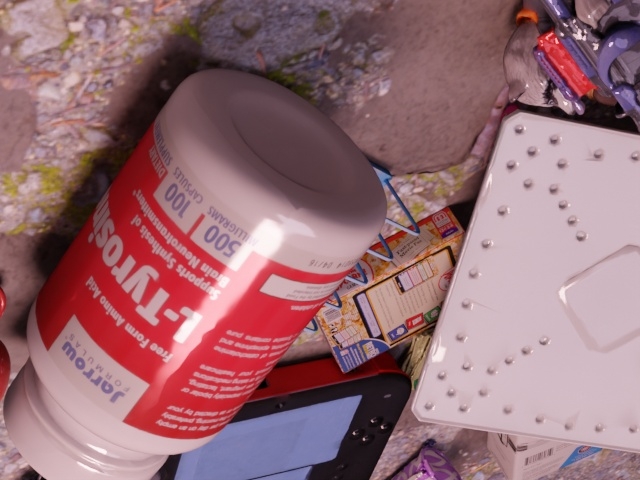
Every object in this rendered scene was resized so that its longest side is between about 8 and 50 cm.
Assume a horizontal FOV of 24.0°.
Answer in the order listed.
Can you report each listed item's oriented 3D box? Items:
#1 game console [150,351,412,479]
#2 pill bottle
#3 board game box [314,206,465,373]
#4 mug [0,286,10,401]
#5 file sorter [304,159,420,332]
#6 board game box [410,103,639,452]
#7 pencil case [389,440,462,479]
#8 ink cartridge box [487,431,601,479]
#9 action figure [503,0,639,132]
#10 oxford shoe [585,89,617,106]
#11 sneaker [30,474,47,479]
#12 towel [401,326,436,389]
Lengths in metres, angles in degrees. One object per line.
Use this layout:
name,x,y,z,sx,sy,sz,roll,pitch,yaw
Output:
game console,-0.089,0.283,1.879,0.386,0.060,0.342,-9,138,-25
pill bottle,-0.136,0.055,1.440,0.229,0.229,0.407,11,126,-41
board game box,0.087,0.060,1.748,0.193,0.045,0.147,-27,143,-4
mug,-0.391,0.091,1.443,0.113,0.150,0.169,-6,150,32
file sorter,0.000,0.000,1.573,0.170,0.104,0.118,-44,140,19
board game box,0.333,0.056,1.716,0.390,0.050,0.390,10,115,-13
pencil case,0.107,0.375,2.089,0.206,0.086,0.088,-47,155,20
ink cartridge box,0.314,0.232,2.063,0.148,0.086,0.203,-20,141,-14
action figure,0.335,-0.216,1.496,0.330,0.178,0.341,-29,119,7
oxford shoe,0.416,-0.184,1.640,0.271,0.098,0.097,-14,140,-20
sneaker,-0.321,0.350,1.745,0.127,0.126,0.321,-5,138,-38
towel,0.169,0.147,1.919,0.148,0.027,0.110,-4,135,-29
